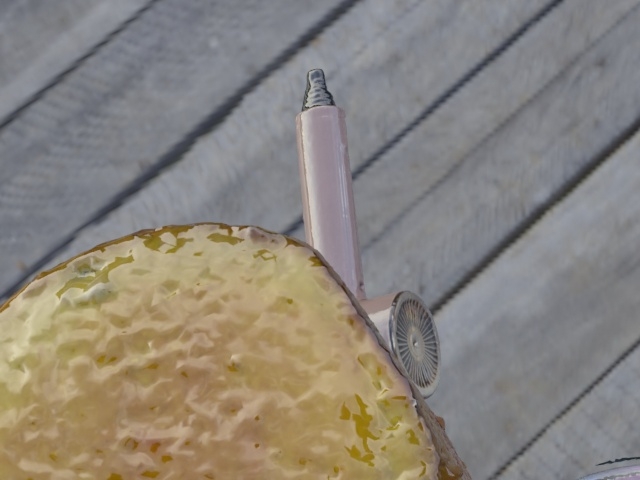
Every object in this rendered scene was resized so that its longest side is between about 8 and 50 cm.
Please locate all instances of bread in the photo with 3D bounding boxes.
[{"bbox_3d":[-0.068,0.135,0.786,0.312,0.172,0.312,-3,53,3],"label":"bread"}]

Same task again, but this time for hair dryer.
[{"bbox_3d":[0.000,0.000,1.468,0.189,0.106,0.344,-14,72,29],"label":"hair dryer"}]

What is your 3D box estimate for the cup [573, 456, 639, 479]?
[{"bbox_3d":[0.294,0.371,1.309,0.253,0.274,0.253,-18,28,9],"label":"cup"}]
